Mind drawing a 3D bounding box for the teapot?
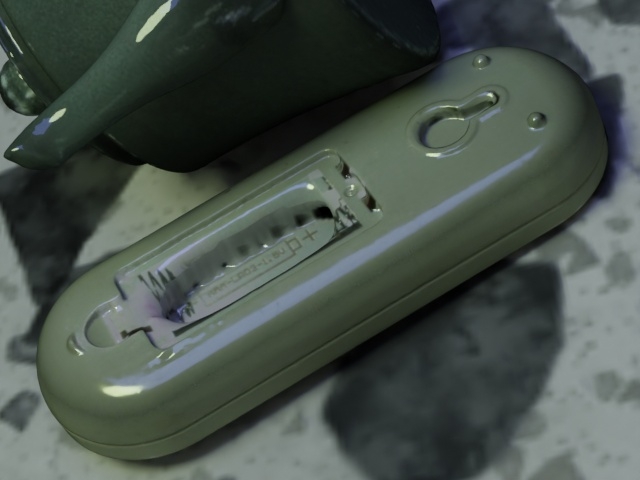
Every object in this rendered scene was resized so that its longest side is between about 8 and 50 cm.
[{"bbox_3d":[-0.060,-0.096,0.720,0.149,0.162,0.239,-36,20,18],"label":"teapot"}]

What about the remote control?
[{"bbox_3d":[0.000,0.000,0.674,0.221,0.042,0.078,-31,46,-6],"label":"remote control"}]
